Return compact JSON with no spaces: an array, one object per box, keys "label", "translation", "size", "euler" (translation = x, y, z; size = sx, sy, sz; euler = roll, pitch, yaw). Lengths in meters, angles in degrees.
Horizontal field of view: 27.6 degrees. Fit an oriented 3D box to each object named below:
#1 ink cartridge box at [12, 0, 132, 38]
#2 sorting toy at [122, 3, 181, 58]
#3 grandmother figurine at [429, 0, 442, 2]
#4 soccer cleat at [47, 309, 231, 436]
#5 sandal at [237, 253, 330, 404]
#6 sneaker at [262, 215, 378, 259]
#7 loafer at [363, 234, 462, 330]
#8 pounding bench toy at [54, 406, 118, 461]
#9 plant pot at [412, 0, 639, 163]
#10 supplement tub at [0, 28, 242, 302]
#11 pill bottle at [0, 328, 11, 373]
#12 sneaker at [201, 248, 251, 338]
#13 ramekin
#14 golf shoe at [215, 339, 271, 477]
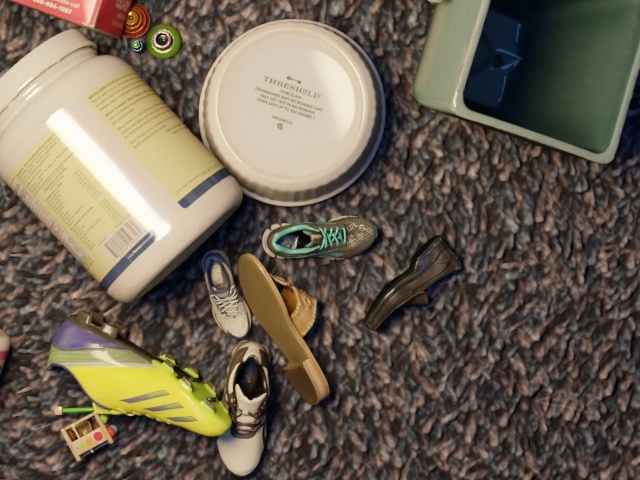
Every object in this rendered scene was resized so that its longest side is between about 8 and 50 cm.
[{"label":"ink cartridge box","translation":[-0.353,-0.506,1.774],"size":[0.279,0.160,0.385],"euler":[21,95,6]},{"label":"sorting toy","translation":[-0.250,-0.297,1.869],"size":[0.102,0.042,0.061],"euler":[32,90,-1]},{"label":"grandmother figurine","translation":[0.042,-0.381,1.756],"size":[0.342,0.208,0.104],"euler":[18,87,36]},{"label":"soccer cleat","translation":[-0.255,0.208,1.833],"size":[0.289,0.093,0.121],"euler":[30,93,13]},{"label":"sandal","translation":[-0.034,0.113,1.870],"size":[0.079,0.088,0.240],"euler":[-30,98,-31]},{"label":"sneaker","translation":[0.000,0.000,1.856],"size":[0.166,0.076,0.065],"euler":[-8,91,-1]},{"label":"loafer","translation":[0.132,0.072,1.866],"size":[0.061,0.062,0.170],"euler":[44,91,-5]},{"label":"pounding bench toy","translation":[-0.334,0.261,1.866],"size":[0.065,0.052,0.083],"euler":[-29,90,0]},{"label":"plant pot","translation":[0.258,-0.256,1.757],"size":[0.247,0.252,0.247],"euler":[16,90,-22]},{"label":"supplement tub","translation":[-0.290,-0.102,1.773],"size":[0.235,0.235,0.325],"euler":[-43,90,0]},{"label":"pill bottle","translation":[-0.548,0.245,1.810],"size":[0.160,0.160,0.283],"euler":[18,90,-1]},{"label":"sneaker","translation":[-0.139,0.079,1.864],"size":[0.052,0.058,0.135],"euler":[-22,91,0]},{"label":"ramekin","translation":[-0.040,-0.183,1.829],"size":[0.272,0.127,0.273],"euler":[0,91,0]},{"label":"golf shoe","translation":[-0.111,0.242,1.848],"size":[0.077,0.094,0.198],"euler":[3,92,-4]}]
